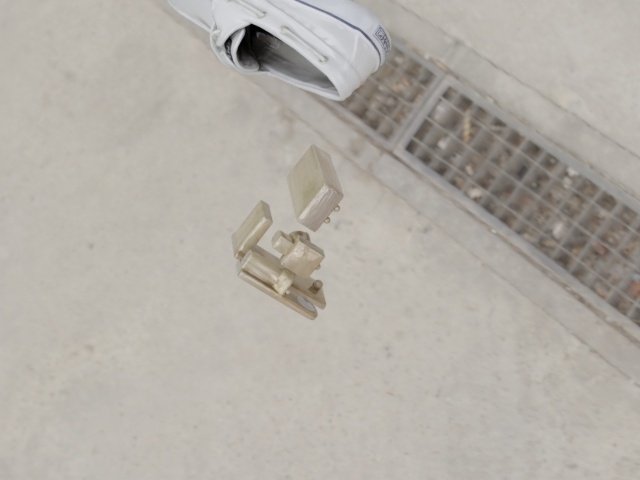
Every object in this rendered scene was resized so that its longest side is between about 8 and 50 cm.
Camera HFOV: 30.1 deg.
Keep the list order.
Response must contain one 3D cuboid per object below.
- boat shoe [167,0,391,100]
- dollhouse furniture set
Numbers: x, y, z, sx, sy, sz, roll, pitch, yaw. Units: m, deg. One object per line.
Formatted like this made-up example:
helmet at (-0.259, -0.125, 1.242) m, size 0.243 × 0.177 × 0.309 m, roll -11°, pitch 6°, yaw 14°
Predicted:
boat shoe at (-0.062, -0.201, 1.140) m, size 0.267 × 0.096 × 0.088 m, roll 27°, pitch 66°, yaw 25°
dollhouse furniture set at (0.000, 0.000, 1.293) m, size 0.151 × 0.123 × 0.144 m, roll -51°, pitch 21°, yaw 16°
